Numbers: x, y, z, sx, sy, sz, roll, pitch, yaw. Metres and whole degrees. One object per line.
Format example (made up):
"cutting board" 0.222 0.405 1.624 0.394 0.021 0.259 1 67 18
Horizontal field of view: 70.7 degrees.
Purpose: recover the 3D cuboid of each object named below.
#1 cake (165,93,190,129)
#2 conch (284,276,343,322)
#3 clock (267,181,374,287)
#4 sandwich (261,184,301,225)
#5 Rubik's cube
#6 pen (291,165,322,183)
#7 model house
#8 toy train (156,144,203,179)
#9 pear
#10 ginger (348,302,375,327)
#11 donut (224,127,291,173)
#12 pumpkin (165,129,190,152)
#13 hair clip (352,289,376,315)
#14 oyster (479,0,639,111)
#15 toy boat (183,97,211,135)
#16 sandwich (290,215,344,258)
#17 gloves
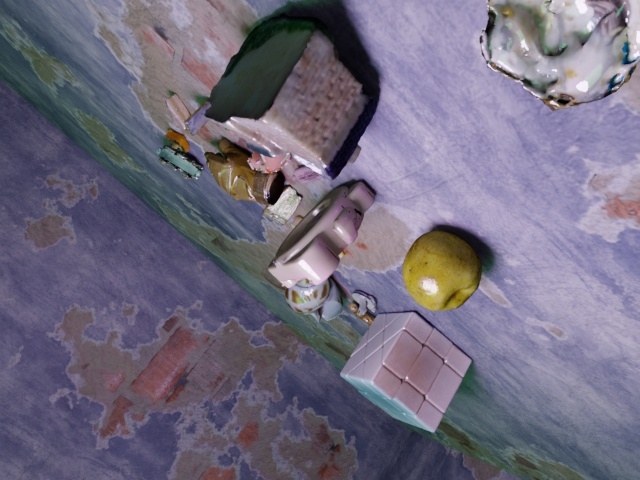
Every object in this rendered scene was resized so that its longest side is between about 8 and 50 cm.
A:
"cake" -0.470 -0.431 1.504 0.065 0.052 0.121 36 158 18
"conch" -0.027 0.213 1.912 0.248 0.198 0.368 1 155 2
"clock" 0.004 -0.016 1.237 0.114 0.310 0.284 43 158 -11
"sandwich" -0.141 -0.110 1.579 0.090 0.088 0.244 37 159 -9
"Rubik's cube" 0.323 0.496 1.758 0.315 0.319 0.322 40 159 -7
"pen" -0.034 -0.196 1.316 0.053 0.032 0.197 47 156 -22
"model house" -0.044 -0.269 0.940 0.284 0.244 0.298 36 177 -39
"toy train" -0.558 -0.315 1.815 0.193 0.081 0.125 31 -169 -5
"pear" 0.297 0.072 1.134 0.197 0.197 0.197 32 158 15
"ginger" 0.215 0.348 1.999 0.176 0.053 0.193 23 162 34
"donut" -0.178 -0.283 1.297 0.199 0.085 0.233 16 151 41
"pumpkin" -0.549 -0.376 1.733 0.083 0.054 0.074 25 161 19
"hair clip" 0.180 0.258 1.877 0.115 0.049 0.172 24 153 20
"oyster" 0.312 -0.273 0.554 0.214 0.083 0.223 38 153 -9
"toy boat" -0.363 -0.372 1.361 0.016 0.115 0.063 30 157 16
"sandwich" 0.000 0.000 1.629 0.162 0.058 0.193 10 144 46
"gloves" -0.273 -0.220 1.494 0.330 0.141 0.154 27 157 26
